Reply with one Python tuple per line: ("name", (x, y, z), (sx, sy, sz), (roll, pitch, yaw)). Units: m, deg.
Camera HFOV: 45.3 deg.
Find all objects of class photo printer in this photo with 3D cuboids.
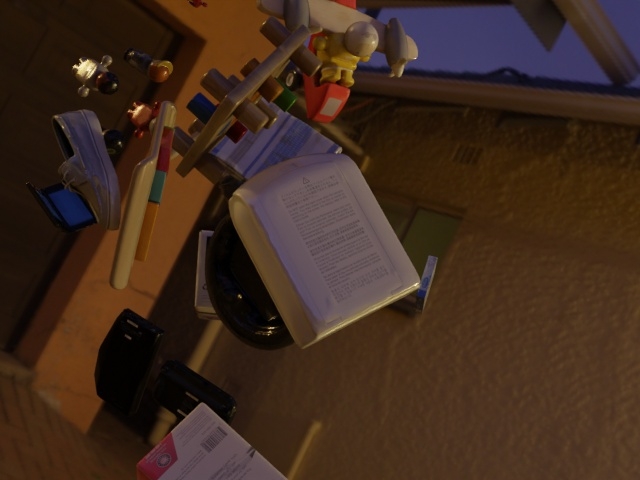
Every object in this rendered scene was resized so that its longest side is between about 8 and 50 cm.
("photo printer", (0.000, 0.000, 1.333), (0.308, 0.256, 0.107), (61, -30, 8))

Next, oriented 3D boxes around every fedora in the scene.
("fedora", (-0.100, 0.076, 1.714), (0.334, 0.334, 0.152), (22, 12, 31))

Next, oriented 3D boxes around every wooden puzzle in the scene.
("wooden puzzle", (-0.259, -0.071, 1.163), (0.044, 0.221, 0.239), (16, 29, -10))

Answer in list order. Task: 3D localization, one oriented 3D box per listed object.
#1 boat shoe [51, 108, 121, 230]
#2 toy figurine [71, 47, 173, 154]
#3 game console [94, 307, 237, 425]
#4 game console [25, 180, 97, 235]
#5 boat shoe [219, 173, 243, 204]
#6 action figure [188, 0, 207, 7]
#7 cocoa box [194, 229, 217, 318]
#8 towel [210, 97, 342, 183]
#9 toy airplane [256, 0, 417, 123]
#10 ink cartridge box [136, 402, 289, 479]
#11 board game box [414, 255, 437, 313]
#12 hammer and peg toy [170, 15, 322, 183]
("boat shoe", (-0.380, -0.111, 1.231), (0.081, 0.228, 0.079), (-10, -26, -29))
("toy figurine", (-0.433, -0.310, 1.703), (0.213, 0.210, 0.148), (-20, 41, -39))
("game console", (-0.344, 0.317, 1.671), (0.361, 0.213, 0.044), (29, 16, 22))
("game console", (-0.536, -0.079, 1.595), (0.122, 0.071, 0.107), (51, -7, 13))
("boat shoe", (-0.134, -0.185, 2.246), (0.335, 0.096, 0.112), (-16, 0, -17))
("action figure", (-0.338, -0.630, 1.968), (0.115, 0.038, 0.030), (34, 35, 8))
("cocoa box", (-0.185, 0.115, 2.247), (0.347, 0.232, 0.228), (4, -15, -6))
("towel", (-0.114, -0.205, 1.722), (0.285, 0.209, 0.034), (34, -19, 2))
("toy airplane", (0.063, -0.543, 1.978), (0.272, 0.386, 0.384), (24, -33, 56))
("ink cartridge box", (-0.176, 0.408, 1.285), (0.218, 0.158, 0.092), (38, -34, 16))
("board game box", (0.206, 0.087, 1.507), (0.020, 0.090, 0.090), (17, -23, 11))
("hammer and peg toy", (-0.165, -0.218, 1.395), (0.127, 0.266, 0.361), (42, -38, -6))
